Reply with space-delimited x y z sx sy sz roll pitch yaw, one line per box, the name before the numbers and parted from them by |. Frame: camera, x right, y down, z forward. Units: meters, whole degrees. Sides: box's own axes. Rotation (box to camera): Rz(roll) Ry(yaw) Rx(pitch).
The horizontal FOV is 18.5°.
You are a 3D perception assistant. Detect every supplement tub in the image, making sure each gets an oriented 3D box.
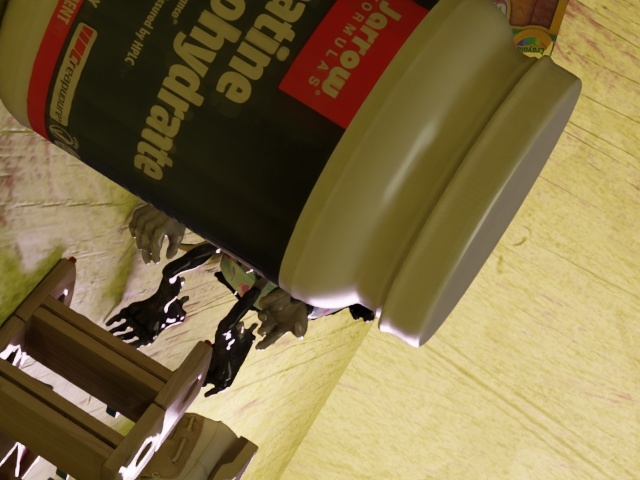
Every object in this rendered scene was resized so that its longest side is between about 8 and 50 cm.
supplement tub | -0.018 -0.084 1.056 0.191 0.272 0.191 -56 171 -13

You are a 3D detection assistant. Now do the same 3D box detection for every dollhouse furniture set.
dollhouse furniture set | -0.175 0.132 1.420 0.129 0.129 0.184 -52 169 -35

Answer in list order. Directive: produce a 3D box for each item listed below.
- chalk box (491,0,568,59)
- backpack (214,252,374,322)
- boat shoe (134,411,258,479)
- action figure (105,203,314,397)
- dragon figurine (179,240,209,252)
chalk box | 0.105 -0.200 1.521 0.132 0.132 0.213 13 95 -40
backpack | -0.020 0.011 1.915 0.182 0.152 0.115 -16 134 -59
boat shoe | -0.168 0.268 2.047 0.113 0.103 0.302 -59 173 22
action figure | -0.062 0.013 1.545 0.276 0.164 0.141 -56 175 38
dragon figurine | -0.018 -0.103 1.638 0.144 0.085 0.289 -45 163 -56
